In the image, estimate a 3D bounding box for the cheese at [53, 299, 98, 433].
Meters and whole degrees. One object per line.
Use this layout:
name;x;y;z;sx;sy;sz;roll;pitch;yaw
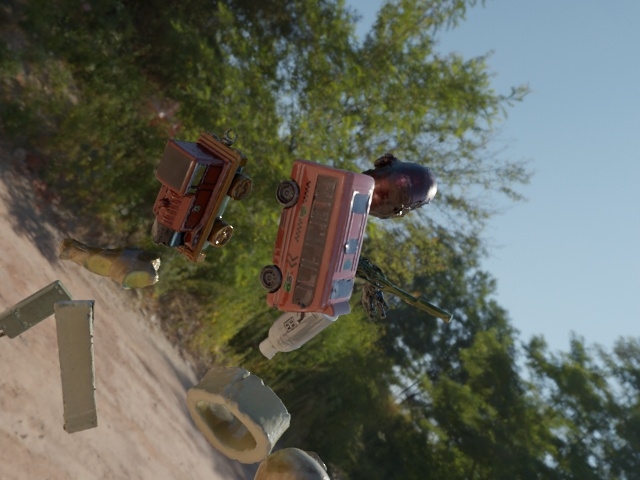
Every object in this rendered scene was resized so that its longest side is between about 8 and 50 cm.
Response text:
cheese;-0.566;0.301;1.347;0.034;0.085;0.400;-126;-140;-52

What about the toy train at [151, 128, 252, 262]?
toy train;-0.321;-0.125;1.502;0.163;0.369;0.232;36;19;28

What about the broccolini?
broccolini;0.256;0.156;1.876;0.392;0.078;0.074;27;13;7

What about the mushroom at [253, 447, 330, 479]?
mushroom;-0.082;0.881;2.053;0.297;0.297;0.290;55;20;15

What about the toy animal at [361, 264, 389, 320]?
toy animal;0.205;0.213;2.205;0.269;0.082;0.137;83;-9;-56

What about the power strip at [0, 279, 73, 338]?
power strip;-0.989;0.247;1.956;0.093;0.288;0.053;62;-11;-21

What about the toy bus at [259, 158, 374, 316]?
toy bus;0.000;0.000;1.625;0.233;0.426;0.203;15;8;31

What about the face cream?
face cream;-0.110;0.347;2.234;0.145;0.370;0.145;40;24;-22

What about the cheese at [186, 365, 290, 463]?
cheese;-0.281;0.577;1.954;0.292;0.153;0.332;-32;-78;41

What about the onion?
onion;0.264;-0.196;2.080;0.314;0.314;0.232;163;-81;-83

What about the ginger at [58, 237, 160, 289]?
ginger;-0.541;0.043;1.472;0.295;0.131;0.086;18;-45;15
